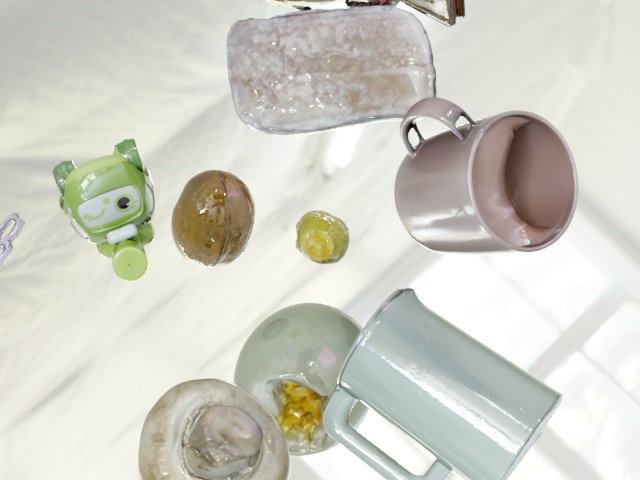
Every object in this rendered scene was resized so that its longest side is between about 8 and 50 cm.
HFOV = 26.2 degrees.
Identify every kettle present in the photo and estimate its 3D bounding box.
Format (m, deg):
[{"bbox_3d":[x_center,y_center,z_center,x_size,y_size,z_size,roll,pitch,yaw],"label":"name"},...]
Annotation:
[{"bbox_3d":[0.193,0.262,2.222,0.205,0.318,0.265,-43,-18,-44],"label":"kettle"}]

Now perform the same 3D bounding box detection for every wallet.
[{"bbox_3d":[0.155,-0.452,2.269,0.042,0.195,0.161,-34,-44,-28],"label":"wallet"}]

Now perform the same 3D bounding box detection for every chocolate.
[{"bbox_3d":[0.014,-0.244,2.030,0.303,0.185,0.100,-6,-10,-9],"label":"chocolate"}]

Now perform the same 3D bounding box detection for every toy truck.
[{"bbox_3d":[-0.320,-0.039,2.146,0.148,0.210,0.187,-22,2,-7],"label":"toy truck"}]

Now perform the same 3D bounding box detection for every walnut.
[{"bbox_3d":[-0.213,-0.040,2.733,0.167,0.167,0.207,-29,-39,-52],"label":"walnut"}]

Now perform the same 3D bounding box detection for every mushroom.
[{"bbox_3d":[-0.156,0.332,2.104,0.255,0.255,0.184,-32,-12,-45],"label":"mushroom"}]

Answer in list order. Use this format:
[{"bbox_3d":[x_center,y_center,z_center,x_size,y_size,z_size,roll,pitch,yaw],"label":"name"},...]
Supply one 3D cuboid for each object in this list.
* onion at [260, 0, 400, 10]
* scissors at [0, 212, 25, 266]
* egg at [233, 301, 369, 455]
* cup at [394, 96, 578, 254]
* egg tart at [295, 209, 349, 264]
[{"bbox_3d":[0.041,-0.463,2.092,0.347,0.285,0.347,-35,3,2],"label":"onion"},{"bbox_3d":[-0.485,0.025,1.946,0.189,0.015,0.100,-24,39,36],"label":"scissors"},{"bbox_3d":[-0.022,0.256,2.670,0.278,0.278,0.336,-54,6,29],"label":"egg"},{"bbox_3d":[0.200,-0.093,1.902,0.200,0.253,0.191,-7,42,57],"label":"cup"},{"bbox_3d":[0.000,0.000,2.294,0.105,0.105,0.039,-55,1,33],"label":"egg tart"}]
